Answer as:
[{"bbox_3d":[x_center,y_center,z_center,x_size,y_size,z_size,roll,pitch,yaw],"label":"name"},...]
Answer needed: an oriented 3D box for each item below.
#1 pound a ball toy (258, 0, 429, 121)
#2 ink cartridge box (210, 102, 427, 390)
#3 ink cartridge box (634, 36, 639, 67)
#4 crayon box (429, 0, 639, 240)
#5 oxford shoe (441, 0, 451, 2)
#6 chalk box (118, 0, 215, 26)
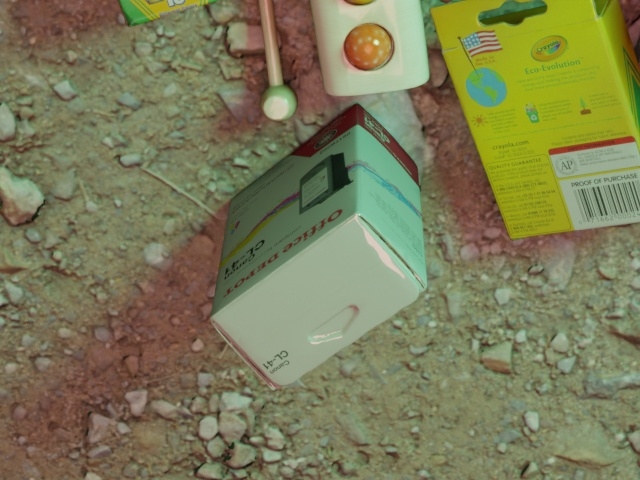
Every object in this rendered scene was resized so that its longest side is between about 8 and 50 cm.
[{"bbox_3d":[0.011,-0.283,1.714,0.208,0.136,0.319,-6,116,5],"label":"pound a ball toy"},{"bbox_3d":[0.000,0.000,1.761,0.226,0.306,0.131,-36,110,18],"label":"ink cartridge box"},{"bbox_3d":[0.495,-0.302,1.723,0.175,0.069,0.371,16,119,-5],"label":"ink cartridge box"},{"bbox_3d":[0.276,-0.164,1.759,0.202,0.081,0.319,-7,119,30],"label":"crayon box"},{"bbox_3d":[0.143,-0.439,1.636,0.130,0.123,0.348,9,106,-10],"label":"oxford shoe"},{"bbox_3d":[-0.185,-0.373,1.679,0.132,0.132,0.213,-13,117,9],"label":"chalk box"}]
